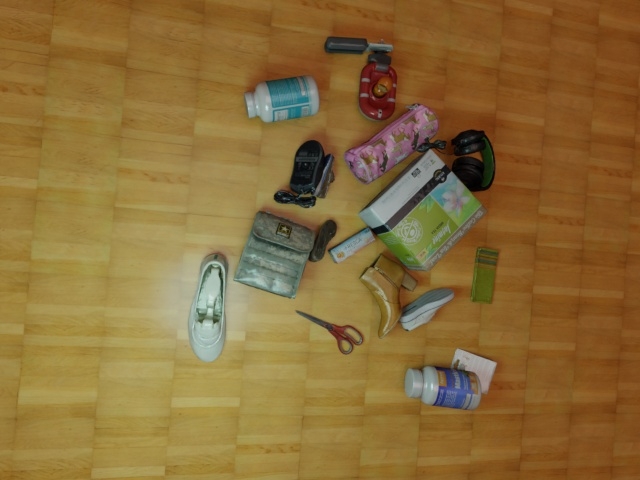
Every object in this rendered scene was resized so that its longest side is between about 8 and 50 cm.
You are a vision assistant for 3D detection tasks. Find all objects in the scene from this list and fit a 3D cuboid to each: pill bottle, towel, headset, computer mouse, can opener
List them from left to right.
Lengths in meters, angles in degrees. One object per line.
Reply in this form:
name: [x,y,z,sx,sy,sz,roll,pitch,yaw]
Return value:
pill bottle: [-0.145,-0.520,1.521,0.263,0.146,0.146,-13,93,-12]
computer mouse: [-0.057,-0.248,1.564,0.188,0.072,0.272,11,78,29]
can opener: [0.156,-0.751,1.623,0.280,0.074,0.093,2,90,-12]
pill bottle: [0.486,0.587,1.652,0.271,0.152,0.153,9,88,-5]
headset: [0.567,-0.331,1.657,0.394,0.185,0.244,10,82,-42]
towel: [0.711,0.152,1.774,0.102,0.021,0.237,8,89,-11]

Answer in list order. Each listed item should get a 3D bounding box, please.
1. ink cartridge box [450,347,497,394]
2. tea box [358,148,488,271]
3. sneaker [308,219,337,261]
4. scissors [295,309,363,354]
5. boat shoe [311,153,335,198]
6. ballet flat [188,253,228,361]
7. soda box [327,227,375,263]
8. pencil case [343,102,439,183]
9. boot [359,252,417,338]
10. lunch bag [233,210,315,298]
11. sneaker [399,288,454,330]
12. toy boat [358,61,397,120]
ink cartridge box: [0.644,0.557,1.761,0.179,0.045,0.146,20,86,7]
tea box: [0.383,-0.106,1.584,0.329,0.220,0.323,-44,93,-7]
sneaker: [0.000,0.000,1.600,0.066,0.071,0.188,37,60,-18]
scissors: [0.040,0.336,1.631,0.297,0.021,0.109,42,84,-8]
boat shoe: [0.020,-0.249,1.605,0.066,0.066,0.183,27,80,-30]
ballet flat: [-0.401,0.248,1.476,0.139,0.139,0.401,6,89,-12]
soda box: [0.122,0.020,1.626,0.183,0.058,0.063,-31,96,-11]
pencil case: [0.276,-0.378,1.608,0.386,0.160,0.167,-38,99,-9]
boot: [0.236,0.217,1.639,0.211,0.104,0.295,33,78,-5]
lunch bag: [-0.163,0.047,1.512,0.235,0.169,0.287,19,78,-8]
sneaker: [0.437,0.283,1.690,0.258,0.094,0.091,-25,114,-7]
toy boat: [0.235,-0.588,1.601,0.150,0.151,0.231,5,89,-12]
